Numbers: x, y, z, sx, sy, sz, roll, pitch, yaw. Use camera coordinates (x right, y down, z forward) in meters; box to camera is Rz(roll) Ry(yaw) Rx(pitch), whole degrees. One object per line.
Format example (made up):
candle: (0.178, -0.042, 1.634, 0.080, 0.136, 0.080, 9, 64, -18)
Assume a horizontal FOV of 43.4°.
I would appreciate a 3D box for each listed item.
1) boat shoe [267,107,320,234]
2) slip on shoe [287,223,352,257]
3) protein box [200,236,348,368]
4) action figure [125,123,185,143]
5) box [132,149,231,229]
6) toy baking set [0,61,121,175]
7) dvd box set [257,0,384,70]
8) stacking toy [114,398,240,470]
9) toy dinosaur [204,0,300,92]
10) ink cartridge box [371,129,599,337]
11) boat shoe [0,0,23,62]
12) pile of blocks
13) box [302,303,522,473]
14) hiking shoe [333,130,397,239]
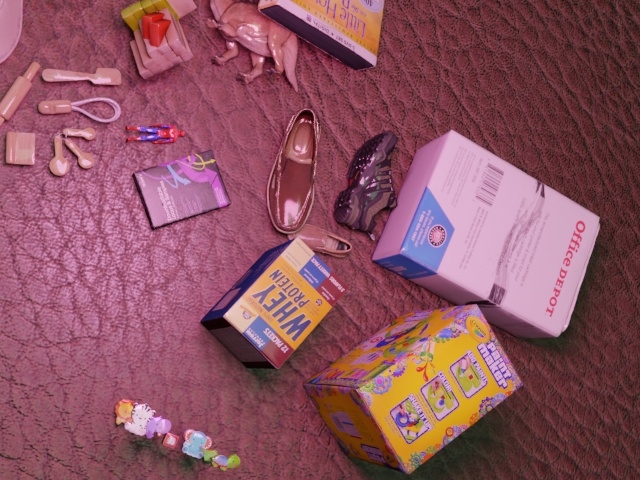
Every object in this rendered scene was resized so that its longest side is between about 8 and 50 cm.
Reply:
boat shoe: (-0.052, -0.144, 1.594, 0.095, 0.095, 0.257, 7, 77, -5)
slip on shoe: (0.000, 0.000, 1.628, 0.135, 0.041, 0.051, 23, 75, -16)
protein box: (-0.091, 0.120, 1.490, 0.136, 0.201, 0.200, 46, 70, -9)
action figure: (-0.317, -0.206, 1.549, 0.115, 0.030, 0.038, -4, 89, -26)
box: (-0.267, -0.099, 1.551, 0.162, 0.029, 0.116, -20, 89, -20)
toy baking set: (-0.487, -0.235, 1.494, 0.197, 0.030, 0.256, 28, 74, -17)
dvd box set: (0.027, -0.602, 1.648, 0.308, 0.062, 0.420, 20, 73, -45)
stacking toy: (-0.253, 0.341, 1.416, 0.221, 0.167, 0.052, 27, 74, -14)
toy dinosaur: (-0.125, -0.434, 1.609, 0.296, 0.127, 0.200, 33, 65, -19)
ink cartridge box: (0.350, -0.002, 1.690, 0.395, 0.166, 0.285, 28, 74, -13)
boat shoe: (-0.593, -0.421, 1.474, 0.065, 0.075, 0.206, 7, 83, 24)
pile of blocks: (-0.310, -0.492, 1.518, 0.149, 0.112, 0.362, -1, 69, 16)
box: (0.163, 0.269, 1.515, 0.279, 0.290, 0.177, -32, 94, -21)
hiking shoe: (0.115, -0.117, 1.677, 0.114, 0.086, 0.226, 32, 78, -27)
